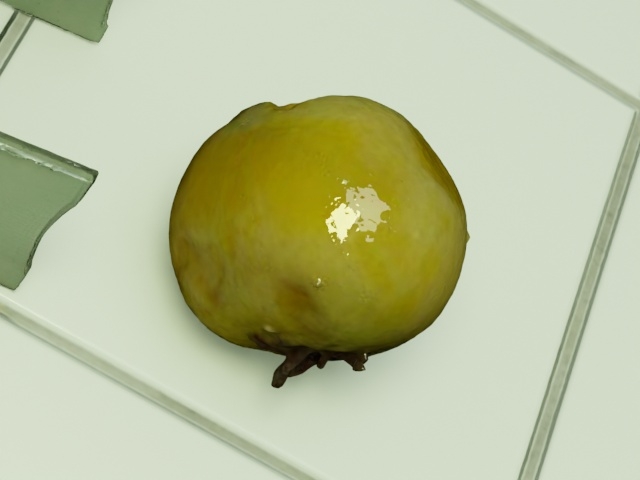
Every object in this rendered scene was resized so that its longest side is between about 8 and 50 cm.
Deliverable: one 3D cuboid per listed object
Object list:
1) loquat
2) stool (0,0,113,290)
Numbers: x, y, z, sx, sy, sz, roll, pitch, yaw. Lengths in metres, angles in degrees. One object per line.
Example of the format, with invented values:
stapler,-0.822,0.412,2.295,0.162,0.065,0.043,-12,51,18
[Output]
loquat,0.005,-0.001,1.385,0.213,0.213,0.213,13,57,-21
stool,-0.274,-0.145,1.345,0.269,0.170,0.243,23,54,-15
